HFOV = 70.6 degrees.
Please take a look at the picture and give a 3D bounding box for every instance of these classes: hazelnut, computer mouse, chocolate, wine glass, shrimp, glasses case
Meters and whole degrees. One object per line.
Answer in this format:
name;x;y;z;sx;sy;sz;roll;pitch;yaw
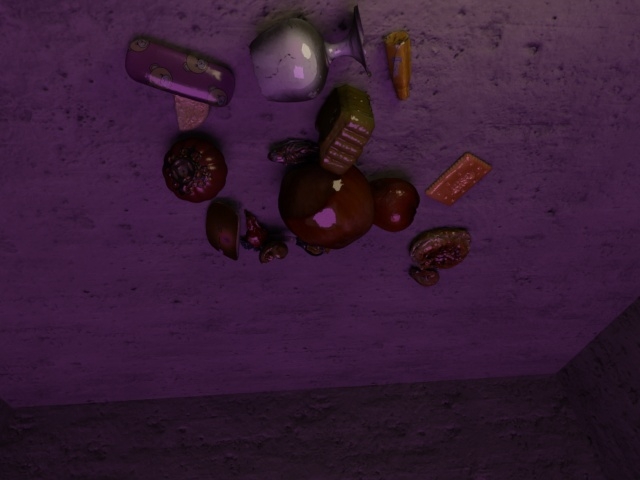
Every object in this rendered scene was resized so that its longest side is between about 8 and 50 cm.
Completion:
hazelnut;0.018;-0.131;1.671;0.365;0.366;0.366;-4;139;-4
computer mouse;-0.401;-0.029;1.885;0.158;0.072;0.311;29;139;13
chocolate;0.255;-0.542;1.426;0.085;0.086;0.219;-14;141;8
wine glass;-0.028;-0.526;1.284;0.322;0.238;0.238;-12;139;8
shrimp;-0.078;-0.323;1.630;0.232;0.079;0.090;-10;102;-1
glasses case;-0.413;-0.495;1.350;0.316;0.076;0.123;13;100;-22
shrimp;0.530;0.178;2.321;0.217;0.051;0.115;30;121;-35

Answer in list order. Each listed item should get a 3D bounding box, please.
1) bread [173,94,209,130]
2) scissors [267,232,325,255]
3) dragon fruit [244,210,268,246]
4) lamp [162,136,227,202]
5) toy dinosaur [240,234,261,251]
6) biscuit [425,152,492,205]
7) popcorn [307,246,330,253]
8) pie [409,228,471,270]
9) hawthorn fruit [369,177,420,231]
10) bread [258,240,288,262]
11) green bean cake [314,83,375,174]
bread;-0.415;-0.447;1.463;0.112;0.036;0.193;-4;135;-8
scissors;-0.116;-0.001;1.944;0.299;0.022;0.109;10;110;23
dragon fruit;-0.287;-0.042;1.915;0.094;0.094;0.191;-19;130;13
lamp;-0.432;-0.244;1.570;0.226;0.227;0.227;-4;139;-4
toy dinosaur;-0.327;0.013;1.993;0.154;0.055;0.049;22;135;-33
biscuit;0.564;-0.242;1.851;0.160;0.030;0.250;21;132;-29
popcorn;0.000;0.000;1.984;0.145;0.126;0.126;-29;159;-2
pie;0.558;0.050;2.148;0.307;0.086;0.308;-4;140;-3
hawthorn fruit;0.258;-0.152;1.787;0.260;0.224;0.224;15;139;6
bread;-0.207;0.048;1.951;0.127;0.088;0.232;-23;-178;-12
green bean cake;0.065;-0.365;1.480;0.124;0.236;0.233;18;131;-23
